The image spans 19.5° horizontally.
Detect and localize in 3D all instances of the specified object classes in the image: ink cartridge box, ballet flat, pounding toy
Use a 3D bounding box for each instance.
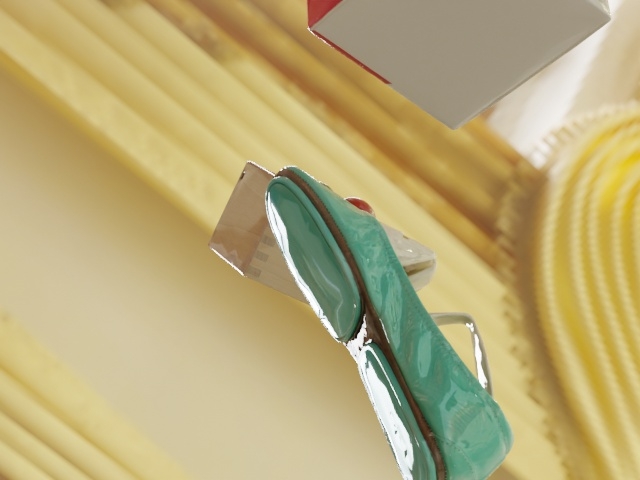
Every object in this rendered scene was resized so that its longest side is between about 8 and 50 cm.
[{"bbox_3d":[0.076,-0.186,1.104,0.127,0.128,0.176,-36,-141,32],"label":"ink cartridge box"},{"bbox_3d":[0.051,0.052,1.220,0.087,0.247,0.083,-18,158,-26],"label":"ballet flat"},{"bbox_3d":[0.006,0.003,1.585,0.094,0.181,0.206,-64,-160,3],"label":"pounding toy"}]
